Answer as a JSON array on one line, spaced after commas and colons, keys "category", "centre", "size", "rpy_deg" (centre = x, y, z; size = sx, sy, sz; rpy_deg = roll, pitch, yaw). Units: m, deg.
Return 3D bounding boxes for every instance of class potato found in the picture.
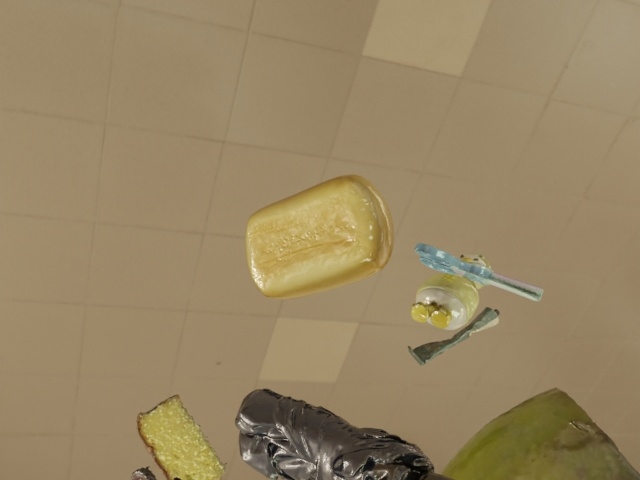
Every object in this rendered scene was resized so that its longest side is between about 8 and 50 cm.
[{"category": "potato", "centre": [0.201, 0.316, 0.599], "size": [0.255, 0.269, 0.112], "rpy_deg": [-29, 159, -1]}]

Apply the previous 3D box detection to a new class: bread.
[{"category": "bread", "centre": [0.000, 0.000, 0.874], "size": [0.217, 0.147, 0.098], "rpy_deg": [-15, 165, 28]}, {"category": "bread", "centre": [-0.336, 0.488, 1.476], "size": [0.129, 0.134, 0.260], "rpy_deg": [-34, 97, -26]}]

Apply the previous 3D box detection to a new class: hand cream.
[{"category": "hand cream", "centre": [0.335, 0.230, 1.540], "size": [0.248, 0.075, 0.052], "rpy_deg": [-24, 91, -10]}]

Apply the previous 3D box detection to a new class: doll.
[{"category": "doll", "centre": [0.312, 0.104, 1.444], "size": [0.141, 0.296, 0.117], "rpy_deg": [8, 129, 33]}]

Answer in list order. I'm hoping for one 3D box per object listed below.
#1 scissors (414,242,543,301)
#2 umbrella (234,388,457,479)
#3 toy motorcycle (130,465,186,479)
[{"category": "scissors", "centre": [0.309, 0.064, 1.229], "size": [0.030, 0.256, 0.125], "rpy_deg": [-66, 153, -10]}, {"category": "umbrella", "centre": [0.030, 0.162, 0.431], "size": [0.071, 0.248, 0.071], "rpy_deg": [-13, 108, -46]}, {"category": "toy motorcycle", "centre": [-0.276, 0.510, 1.170], "size": [0.080, 0.215, 0.122], "rpy_deg": [-13, 112, -54]}]
